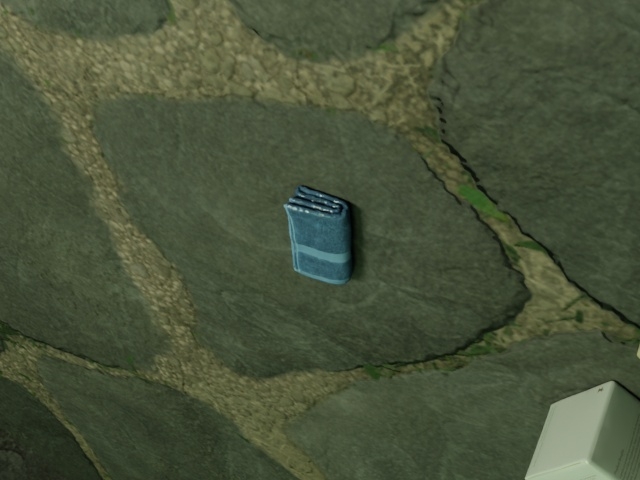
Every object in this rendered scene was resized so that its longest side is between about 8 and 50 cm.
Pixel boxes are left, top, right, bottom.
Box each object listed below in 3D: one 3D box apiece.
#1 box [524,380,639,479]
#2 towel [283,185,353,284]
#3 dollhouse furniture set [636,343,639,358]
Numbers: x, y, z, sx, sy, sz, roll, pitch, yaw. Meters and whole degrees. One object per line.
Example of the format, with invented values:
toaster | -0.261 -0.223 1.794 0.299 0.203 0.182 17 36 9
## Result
box | 0.282 0.216 0.988 0.087 0.101 0.102 38 145 -9
towel | 0.000 0.000 0.990 0.067 0.029 0.119 18 143 17
dollhouse furniture set | 0.343 0.127 0.770 0.303 0.173 0.355 39 144 -11
